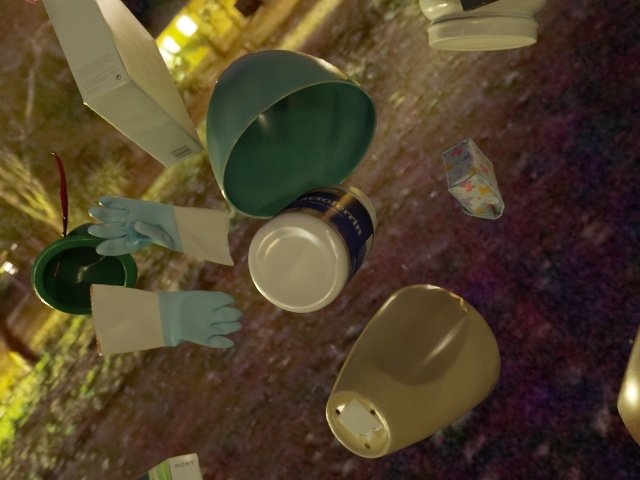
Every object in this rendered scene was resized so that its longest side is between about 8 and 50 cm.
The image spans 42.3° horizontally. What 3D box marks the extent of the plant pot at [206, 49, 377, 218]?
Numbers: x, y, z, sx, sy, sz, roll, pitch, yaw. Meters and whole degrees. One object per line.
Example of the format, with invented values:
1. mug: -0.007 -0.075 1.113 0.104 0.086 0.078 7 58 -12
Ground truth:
1. plant pot: -0.078 -0.209 1.400 0.290 0.290 0.195 -45 58 16

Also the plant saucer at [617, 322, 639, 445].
1. plant saucer: 0.373 0.068 0.867 0.310 0.050 0.310 -44 -36 -45

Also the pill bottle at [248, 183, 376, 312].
1. pill bottle: 0.000 0.000 1.308 0.153 0.153 0.264 -43 1 24

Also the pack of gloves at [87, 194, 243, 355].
1. pack of gloves: -0.176 0.037 1.017 0.046 0.232 0.195 -24 71 37

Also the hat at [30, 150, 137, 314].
1. hat: -0.409 -0.004 1.446 0.183 0.173 0.208 -107 36 -47

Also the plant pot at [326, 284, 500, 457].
1. plant pot: 0.137 0.247 1.441 0.256 0.256 0.274 -35 -2 43

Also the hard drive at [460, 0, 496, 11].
1. hard drive: 0.265 -0.527 1.170 0.237 0.339 0.064 -13 18 32

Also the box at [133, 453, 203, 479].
1. box: -0.259 0.496 1.327 0.322 0.058 0.232 -40 60 46

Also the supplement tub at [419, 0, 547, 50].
1. supplement tub: 0.290 -0.509 1.472 0.228 0.228 0.316 -163 72 -73

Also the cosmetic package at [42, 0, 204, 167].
1. cosmetic package: -0.367 -0.325 1.549 0.097 0.284 0.377 -25 -16 5

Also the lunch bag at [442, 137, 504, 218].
1. lunch bag: 0.189 -0.070 1.013 0.053 0.083 0.071 -31 40 27

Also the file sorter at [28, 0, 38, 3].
1. file sorter: -0.538 -0.628 1.557 0.290 0.202 0.182 -46 32 21
